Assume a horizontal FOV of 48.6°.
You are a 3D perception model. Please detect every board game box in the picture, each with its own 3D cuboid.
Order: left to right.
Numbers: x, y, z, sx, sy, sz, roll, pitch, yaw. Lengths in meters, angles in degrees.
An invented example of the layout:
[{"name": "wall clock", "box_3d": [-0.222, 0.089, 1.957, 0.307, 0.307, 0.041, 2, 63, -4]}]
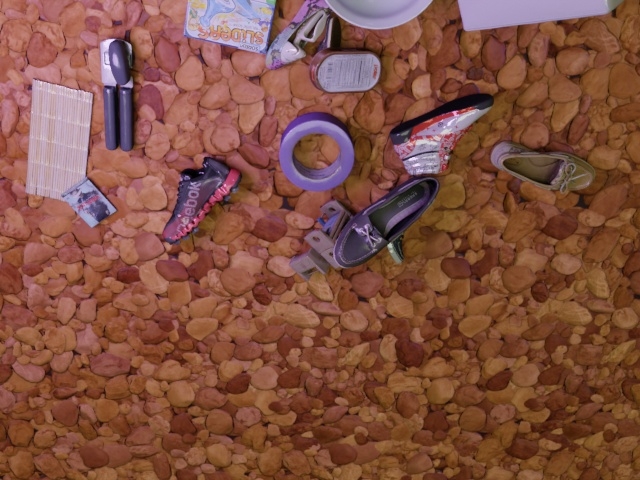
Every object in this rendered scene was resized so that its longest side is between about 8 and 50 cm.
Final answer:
[{"name": "board game box", "box_3d": [-0.214, -0.530, 1.675, 0.201, 0.035, 0.136, 10, 115, -6]}]

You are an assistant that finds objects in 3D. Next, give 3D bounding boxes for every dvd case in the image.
[{"name": "dvd case", "box_3d": [-0.611, -0.100, 1.875, 0.087, 0.013, 0.119, -33, 119, 5]}]

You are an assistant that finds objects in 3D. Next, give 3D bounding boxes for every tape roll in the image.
[{"name": "tape roll", "box_3d": [-0.010, -0.225, 1.804, 0.189, 0.080, 0.189, 0, 116, 0]}]

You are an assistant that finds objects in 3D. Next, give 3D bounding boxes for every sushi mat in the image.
[{"name": "sushi mat", "box_3d": [-0.671, -0.245, 1.815, 0.151, 0.019, 0.316, 11, 115, -8]}]

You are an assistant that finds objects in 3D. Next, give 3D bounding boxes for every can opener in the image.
[{"name": "can opener", "box_3d": [-0.498, -0.347, 1.725, 0.076, 0.095, 0.283, 5, 116, -3]}]

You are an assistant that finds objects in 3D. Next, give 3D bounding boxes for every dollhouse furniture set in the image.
[{"name": "dollhouse furniture set", "box_3d": [0.000, 0.000, 1.911, 0.129, 0.129, 0.183, 44, 137, -19]}]

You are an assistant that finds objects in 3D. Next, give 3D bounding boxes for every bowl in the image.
[{"name": "bowl", "box_3d": [0.129, -0.633, 1.578, 0.298, 0.134, 0.298, 0, 116, 0]}]

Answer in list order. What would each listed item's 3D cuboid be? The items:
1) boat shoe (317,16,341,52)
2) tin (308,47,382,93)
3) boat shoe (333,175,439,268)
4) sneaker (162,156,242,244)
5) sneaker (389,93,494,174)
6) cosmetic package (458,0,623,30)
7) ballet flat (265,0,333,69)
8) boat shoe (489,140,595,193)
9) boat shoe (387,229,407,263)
[{"name": "boat shoe", "box_3d": [0.017, -0.459, 1.705, 0.049, 0.056, 0.152, 16, 114, 27]}, {"name": "tin", "box_3d": [0.063, -0.405, 1.700, 0.189, 0.040, 0.106, -9, 125, -26]}, {"name": "boat shoe", "box_3d": [0.168, -0.057, 1.803, 0.335, 0.095, 0.112, -40, 92, -15]}, {"name": "sneaker", "box_3d": [-0.334, -0.109, 1.844, 0.135, 0.097, 0.276, 40, 107, -19]}, {"name": "sneaker", "box_3d": [0.322, -0.260, 1.790, 0.270, 0.090, 0.145, -21, 116, 13]}, {"name": "cosmetic package", "box_3d": [0.455, -0.668, 1.393, 0.327, 0.329, 0.394, 8, 127, 45]}, {"name": "ballet flat", "box_3d": [-0.047, -0.482, 1.673, 0.221, 0.079, 0.077, -50, 150, 17]}, {"name": "boat shoe", "box_3d": [0.579, -0.179, 1.832, 0.285, 0.089, 0.104, 10, 115, -7]}, {"name": "boat shoe", "box_3d": [0.209, -0.025, 1.914, 0.083, 0.065, 0.183, -22, 114, 8]}]
